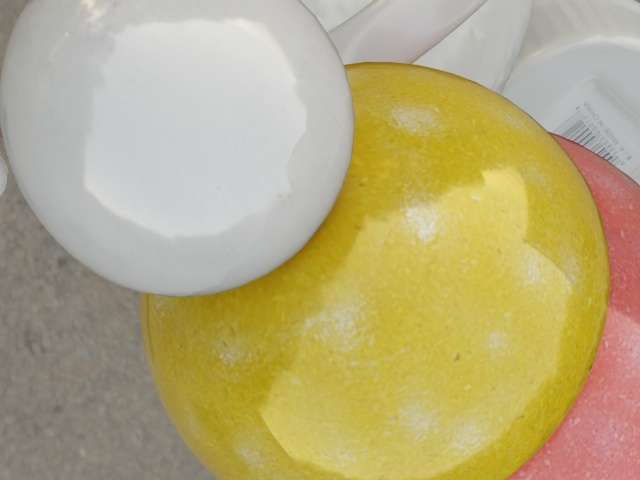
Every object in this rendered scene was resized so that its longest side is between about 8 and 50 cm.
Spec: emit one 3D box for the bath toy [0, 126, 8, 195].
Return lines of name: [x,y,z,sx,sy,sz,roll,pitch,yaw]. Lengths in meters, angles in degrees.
bath toy: [-0.407,-0.174,1.612,0.348,0.151,0.129,-33,133,-38]

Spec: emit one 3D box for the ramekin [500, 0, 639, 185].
ramekin: [0.274,-0.119,1.194,0.277,0.135,0.277,-1,116,-2]

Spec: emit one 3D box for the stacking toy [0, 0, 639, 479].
stacking toy: [0.039,0.029,0.514,0.351,0.350,0.480,-49,140,-5]

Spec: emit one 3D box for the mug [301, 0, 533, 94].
mug: [0.017,-0.148,0.842,0.328,0.374,0.276,-40,101,-19]
